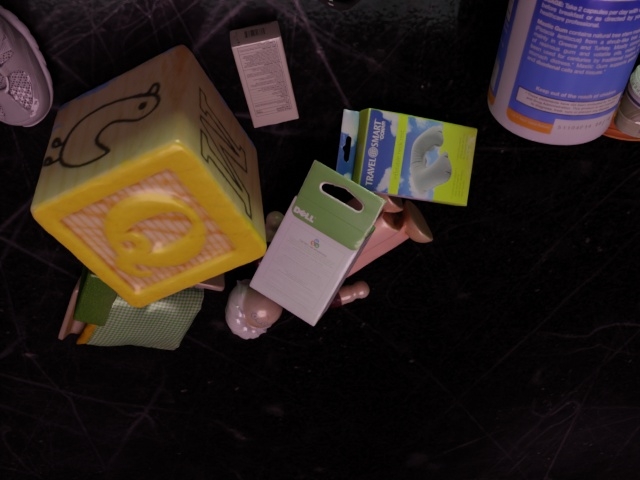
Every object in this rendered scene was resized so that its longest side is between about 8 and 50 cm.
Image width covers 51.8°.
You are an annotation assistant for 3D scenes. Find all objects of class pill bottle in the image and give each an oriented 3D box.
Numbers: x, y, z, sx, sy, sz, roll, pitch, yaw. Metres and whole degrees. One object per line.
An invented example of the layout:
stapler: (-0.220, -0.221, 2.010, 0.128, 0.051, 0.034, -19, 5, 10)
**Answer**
pill bottle: (0.284, -0.254, 0.723, 0.153, 0.152, 0.272, -4, 135, -7)

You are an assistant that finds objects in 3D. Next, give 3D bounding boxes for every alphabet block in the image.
alphabet block: (-0.190, -0.073, 0.779, 0.193, 0.197, 0.193, -24, 134, 12)

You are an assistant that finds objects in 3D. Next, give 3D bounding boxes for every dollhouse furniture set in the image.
dollhouse furniture set: (-0.268, 0.111, 0.979, 0.198, 0.151, 0.301, 14, 131, -23)

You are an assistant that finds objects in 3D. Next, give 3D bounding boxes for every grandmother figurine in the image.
grandmother figurine: (-0.015, 0.037, 0.993, 0.342, 0.104, 0.208, -37, 106, 22)

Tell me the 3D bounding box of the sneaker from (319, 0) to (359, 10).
sneaker: (-0.045, -0.292, 0.600, 0.316, 0.182, 0.127, -12, 134, 1)

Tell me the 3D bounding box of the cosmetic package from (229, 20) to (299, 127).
cosmetic package: (-0.066, -0.197, 0.790, 0.060, 0.041, 0.115, -11, 136, -1)

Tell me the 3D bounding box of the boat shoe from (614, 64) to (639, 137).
boat shoe: (0.533, -0.177, 0.857, 0.303, 0.109, 0.094, 6, 149, -4)

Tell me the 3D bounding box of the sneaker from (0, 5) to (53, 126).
sneaker: (-0.382, -0.213, 0.658, 0.105, 0.115, 0.281, -21, 135, 10)

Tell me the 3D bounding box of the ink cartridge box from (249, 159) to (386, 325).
ink cartridge box: (0.000, 0.000, 0.890, 0.109, 0.062, 0.209, 32, 114, 7)

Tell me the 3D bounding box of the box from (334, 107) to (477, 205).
box: (0.114, -0.110, 0.873, 0.178, 0.042, 0.108, 7, 92, -17)

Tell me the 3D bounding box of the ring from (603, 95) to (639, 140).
ring: (0.479, -0.260, 0.842, 0.337, 0.032, 0.336, -6, 134, -6)
